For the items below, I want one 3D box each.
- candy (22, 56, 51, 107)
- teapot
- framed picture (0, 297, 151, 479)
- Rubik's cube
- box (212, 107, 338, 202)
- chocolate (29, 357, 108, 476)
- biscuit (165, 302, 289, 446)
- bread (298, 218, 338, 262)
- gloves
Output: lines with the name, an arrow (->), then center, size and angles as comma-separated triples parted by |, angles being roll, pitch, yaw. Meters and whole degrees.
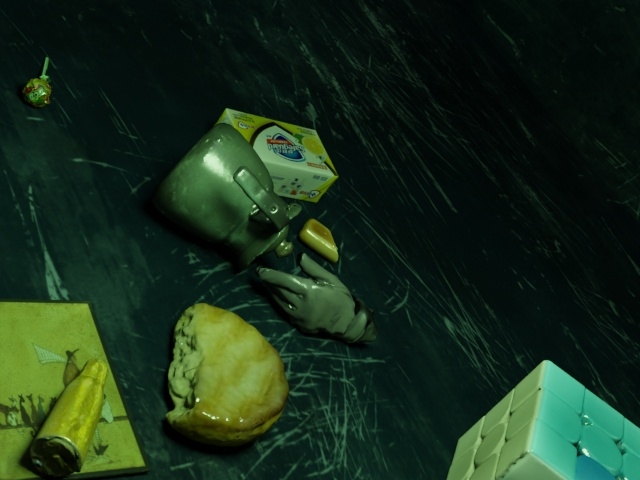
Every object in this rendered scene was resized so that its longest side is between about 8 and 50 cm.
candy -> -0.574, -0.335, 2.115 | 0.060, 0.060, 0.201 | 25, 27, -21
teapot -> -0.144, -0.084, 2.009 | 0.285, 0.305, 0.223 | 43, 47, -7
framed picture -> -0.424, 0.224, 1.593 | 0.255, 0.014, 0.338 | 5, 45, -41
Rubik's cube -> 0.421, 0.458, 1.886 | 0.290, 0.291, 0.291 | 38, 31, -2
box -> -0.108, -0.191, 2.340 | 0.265, 0.097, 0.168 | 10, 42, -37
chocolate -> -0.361, 0.253, 1.536 | 0.086, 0.085, 0.219 | 31, 29, -11
biscuit -> -0.160, 0.243, 1.761 | 0.213, 0.091, 0.274 | 25, 33, -16
bread -> 0.001, 0.000, 2.258 | 0.103, 0.049, 0.062 | 35, 41, -7
gloves -> -0.002, 0.117, 2.044 | 0.286, 0.142, 0.119 | 27, 6, -17
